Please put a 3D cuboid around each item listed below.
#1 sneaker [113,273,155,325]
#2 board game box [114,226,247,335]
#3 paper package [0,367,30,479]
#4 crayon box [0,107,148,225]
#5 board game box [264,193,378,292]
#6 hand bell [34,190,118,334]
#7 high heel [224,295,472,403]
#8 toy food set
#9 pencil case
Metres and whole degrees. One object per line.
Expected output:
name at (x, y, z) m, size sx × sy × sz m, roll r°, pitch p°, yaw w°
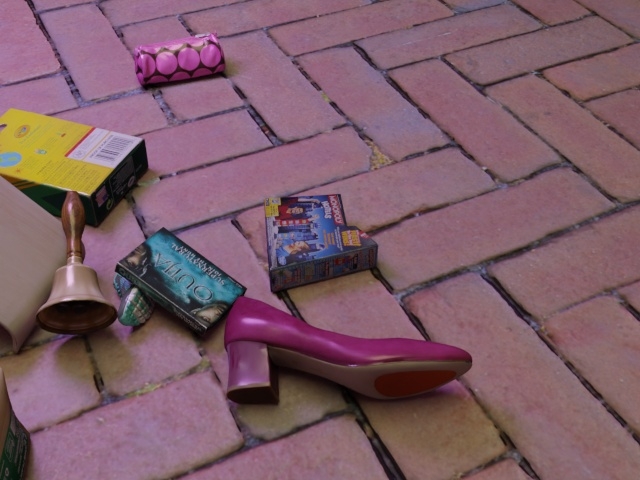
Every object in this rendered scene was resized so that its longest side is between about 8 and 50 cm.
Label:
sneaker at (-0.320, 0.083, 1.357) m, size 0.076 × 0.065 × 0.166 m, roll -8°, pitch 38°, yaw 16°
board game box at (-0.231, 0.066, 1.334) m, size 0.186 × 0.026 × 0.126 m, roll 35°, pitch 41°, yaw 7°
paper package at (-0.548, 0.341, 0.988) m, size 0.310 × 0.168 × 0.325 m, roll -3°, pitch 42°, yaw -6°
crayon box at (-0.532, -0.154, 1.583) m, size 0.319 × 0.081 × 0.202 m, roll 15°, pitch 45°, yaw 15°
board game box at (0.000, 0.000, 1.437) m, size 0.194 × 0.060 × 0.194 m, roll -3°, pitch 43°, yaw -5°
hand bell at (-0.405, 0.020, 1.316) m, size 0.126 × 0.126 × 0.242 m, roll -7°, pitch 61°, yaw -8°
high heel at (0.036, 0.145, 1.224) m, size 0.377 × 0.127 × 0.181 m, roll -3°, pitch 53°, yaw 2°
toy food set at (-0.561, 0.011, 1.303) m, size 0.306 × 0.092 × 0.219 m, roll 40°, pitch 44°, yaw -15°
pencil case at (-0.333, -0.429, 1.869) m, size 0.209 × 0.098 × 0.095 m, roll -16°, pitch 45°, yaw -16°
